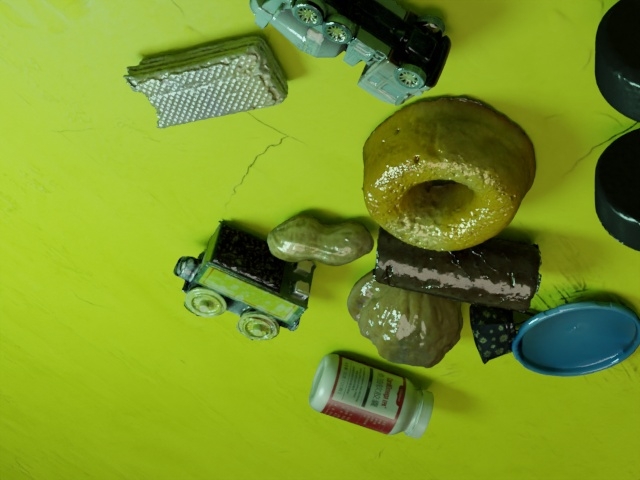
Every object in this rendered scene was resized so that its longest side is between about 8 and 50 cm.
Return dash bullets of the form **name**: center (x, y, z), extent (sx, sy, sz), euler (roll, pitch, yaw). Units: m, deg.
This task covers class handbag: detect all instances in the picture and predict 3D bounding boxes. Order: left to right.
- **handbag**: center (0.356, 0.168, 1.749), extent (0.139, 0.072, 0.115), euler (-10, 134, 10)

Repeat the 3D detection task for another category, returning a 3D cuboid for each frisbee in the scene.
- **frisbee**: center (0.476, 0.176, 1.724), extent (0.242, 0.045, 0.242), euler (-1, 139, 0)

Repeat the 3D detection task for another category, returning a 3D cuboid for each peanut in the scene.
- **peanut**: center (0.000, -0.002, 1.638), extent (0.193, 0.089, 0.089), euler (4, 142, 7)

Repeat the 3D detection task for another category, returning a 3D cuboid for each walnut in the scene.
- **walnut**: center (0.172, 0.151, 1.730), extent (0.238, 0.141, 0.204), euler (31, 136, -25)

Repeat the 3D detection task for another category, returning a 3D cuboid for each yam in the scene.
- **yam**: center (0.231, 0.045, 1.585), extent (0.280, 0.131, 0.131), euler (9, 143, 9)

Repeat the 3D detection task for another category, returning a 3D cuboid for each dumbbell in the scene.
- **dumbbell**: center (0.457, -0.147, 1.190), extent (0.204, 0.203, 0.322), euler (1, 142, 18)

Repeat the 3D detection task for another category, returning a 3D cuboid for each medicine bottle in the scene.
- **medicine bottle**: center (0.109, 0.338, 1.996), extent (0.250, 0.131, 0.131), euler (19, 143, -6)

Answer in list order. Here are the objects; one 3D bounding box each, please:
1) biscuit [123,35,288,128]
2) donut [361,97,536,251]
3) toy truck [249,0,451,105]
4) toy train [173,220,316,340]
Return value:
- **biscuit**: center (-0.172, -0.240, 1.401), extent (0.239, 0.061, 0.108), euler (-7, 136, 25)
- **donut**: center (0.190, -0.086, 1.437), extent (0.278, 0.108, 0.277), euler (9, 143, 7)
- **toy truck**: center (0.036, -0.282, 1.246), extent (0.257, 0.108, 0.140), euler (30, 154, -16)
- **toy train**: center (-0.139, 0.079, 1.750), extent (0.261, 0.134, 0.177), euler (25, 134, -15)
